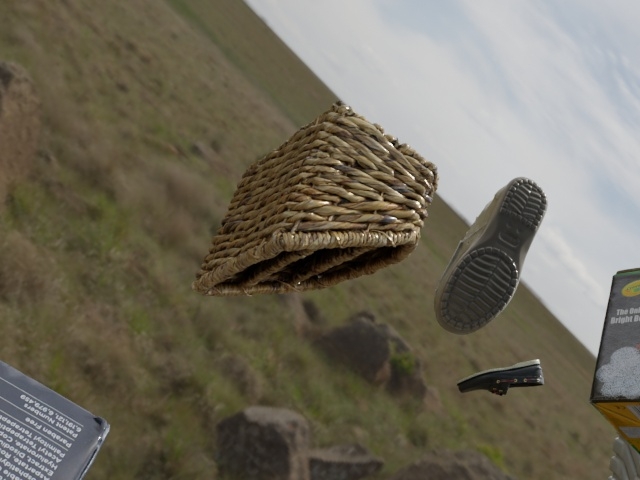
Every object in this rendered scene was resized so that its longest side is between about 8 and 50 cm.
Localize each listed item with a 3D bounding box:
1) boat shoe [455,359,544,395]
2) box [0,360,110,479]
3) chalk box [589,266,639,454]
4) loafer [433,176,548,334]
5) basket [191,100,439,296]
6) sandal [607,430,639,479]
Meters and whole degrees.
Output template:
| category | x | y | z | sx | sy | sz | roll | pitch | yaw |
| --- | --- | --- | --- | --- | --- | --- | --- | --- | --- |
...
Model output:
| category | x | y | z | sx | sy | sz | roll | pitch | yaw |
| --- | --- | --- | --- | --- | --- | --- | --- | --- | --- |
| boat shoe | 0.274 | 0.214 | 1.374 | 0.049 | 0.133 | 0.042 | 83 | -4 | -73 |
| box | -0.316 | 0.262 | 0.516 | 0.179 | 0.343 | 0.312 | 32 | 23 | -7 |
| chalk box | 0.389 | 0.108 | 0.958 | 0.132 | 0.213 | 0.132 | -11 | -44 | 44 |
| loafer | 0.255 | 0.028 | 1.370 | 0.102 | 0.268 | 0.092 | 36 | -15 | -3 |
| basket | 0.000 | 0.000 | 1.201 | 0.213 | 0.223 | 0.299 | 33 | -29 | -19 |
| sandal | 0.488 | 0.271 | 1.255 | 0.102 | 0.416 | 0.169 | 10 | 18 | -4 |
